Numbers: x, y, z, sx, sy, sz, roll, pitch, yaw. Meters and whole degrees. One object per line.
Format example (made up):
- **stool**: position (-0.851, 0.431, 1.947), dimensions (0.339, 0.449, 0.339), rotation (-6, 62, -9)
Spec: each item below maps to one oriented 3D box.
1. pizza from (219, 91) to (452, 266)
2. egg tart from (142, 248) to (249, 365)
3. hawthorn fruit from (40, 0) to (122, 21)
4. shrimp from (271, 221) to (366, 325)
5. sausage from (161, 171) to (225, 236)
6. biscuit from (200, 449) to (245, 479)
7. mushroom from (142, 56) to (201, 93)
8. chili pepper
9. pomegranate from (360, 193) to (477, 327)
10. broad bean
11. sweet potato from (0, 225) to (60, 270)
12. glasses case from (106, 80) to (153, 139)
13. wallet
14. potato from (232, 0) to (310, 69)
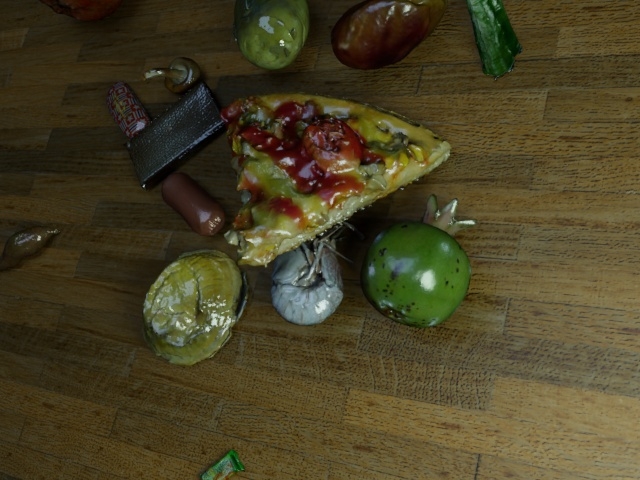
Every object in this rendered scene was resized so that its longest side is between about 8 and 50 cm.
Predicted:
- **pizza**: position (-0.025, -0.117, 1.405), dimensions (0.440, 0.130, 0.406), rotation (12, 49, 19)
- **egg tart**: position (-0.260, 0.120, 1.583), dimensions (0.252, 0.098, 0.232), rotation (-32, 60, 12)
- **hawthorn fruit**: position (-0.601, -0.692, 2.037), dimensions (0.275, 0.275, 0.299), rotation (-4, 54, 30)
- **shrimp**: position (-0.007, -0.002, 1.460), dimensions (0.145, 0.116, 0.343), rotation (-14, 52, 28)
- **sausage**: position (-0.263, -0.077, 1.678), dimensions (0.194, 0.077, 0.077), rotation (40, 92, 37)
- **biscuit**: position (-0.178, 0.412, 1.450), dimensions (0.089, 0.016, 0.046), rotation (-40, 55, 11)
- **mushroom**: position (-0.334, -0.370, 1.840), dimensions (0.129, 0.073, 0.088), rotation (-5, 79, -7)
- **chili pepper**: position (0.279, -0.372, 1.383), dimensions (0.059, 0.227, 0.088), rotation (21, 77, 36)
- **pomegranate**: position (0.165, 0.030, 1.324), dimensions (0.181, 0.181, 0.224), rotation (8, 53, 33)
- **broad bean**: position (0.126, -0.409, 1.535), dimensions (0.228, 0.156, 0.122), rotation (-31, 60, 24)
- **sweet potato**: position (-0.713, 0.020, 1.913), dimensions (0.226, 0.068, 0.068), rotation (-30, 57, 18)
- **glasses case**: position (-0.450, -0.300, 1.900), dimensions (0.073, 0.049, 0.194), rotation (-44, 54, 9)
- **wallet**: position (-0.318, -0.230, 1.795), dimensions (0.243, 0.039, 0.133), rotation (-37, 65, 14)
- **potato**: position (-0.107, -0.468, 1.708), dimensions (0.169, 0.143, 0.248), rotation (-15, 62, 17)
